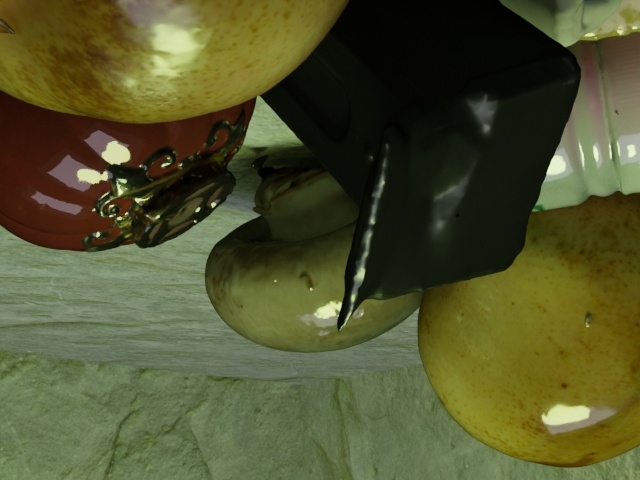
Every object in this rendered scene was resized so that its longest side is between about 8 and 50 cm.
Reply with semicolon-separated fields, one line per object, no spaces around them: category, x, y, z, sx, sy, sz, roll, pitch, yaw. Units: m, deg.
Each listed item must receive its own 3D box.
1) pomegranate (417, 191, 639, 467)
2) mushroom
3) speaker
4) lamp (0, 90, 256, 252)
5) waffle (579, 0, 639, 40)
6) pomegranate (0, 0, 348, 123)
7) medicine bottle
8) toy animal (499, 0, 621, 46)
pomegranate;0.312;0.080;1.241;0.416;0.417;0.417;-2;163;-1
mushroom;0.000;0.000;1.425;0.362;0.295;0.362;-17;-166;4
speaker;0.023;-0.117;0.727;0.184;0.388;0.180;-7;127;-27
lamp;-0.202;-0.123;0.937;0.303;0.257;0.303;-38;171;-7
waffle;0.216;-0.223;0.860;0.274;0.168;0.057;-7;119;12
pomegranate;-0.122;-0.211;0.573;0.319;0.319;0.319;-2;163;-1
medicine bottle;0.227;-0.137;1.052;0.325;0.212;0.212;-10;162;19
toy animal;0.155;-0.261;0.699;0.156;0.208;0.204;-42;157;5
